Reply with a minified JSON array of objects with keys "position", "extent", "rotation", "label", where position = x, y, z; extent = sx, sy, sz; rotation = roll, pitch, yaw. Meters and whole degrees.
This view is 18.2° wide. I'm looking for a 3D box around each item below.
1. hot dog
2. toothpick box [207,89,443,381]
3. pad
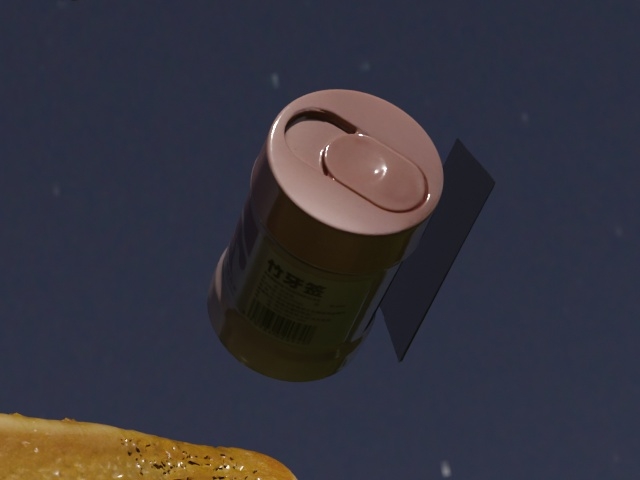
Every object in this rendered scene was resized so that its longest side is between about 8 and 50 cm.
[{"position":[-0.127,0.109,0.752],"extent":[0.289,0.083,0.068],"rotation":[7,-53,-36],"label":"hot dog"},{"position":[0.000,0.000,1.101],"extent":[0.098,0.098,0.149],"rotation":[2,-35,-16],"label":"toothpick box"},{"position":[0.073,0.002,1.314],"extent":[0.004,0.190,0.127],"rotation":[26,-81,-7],"label":"pad"}]
